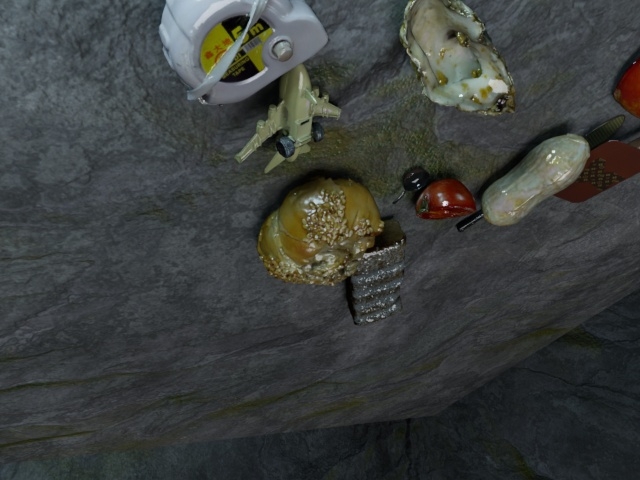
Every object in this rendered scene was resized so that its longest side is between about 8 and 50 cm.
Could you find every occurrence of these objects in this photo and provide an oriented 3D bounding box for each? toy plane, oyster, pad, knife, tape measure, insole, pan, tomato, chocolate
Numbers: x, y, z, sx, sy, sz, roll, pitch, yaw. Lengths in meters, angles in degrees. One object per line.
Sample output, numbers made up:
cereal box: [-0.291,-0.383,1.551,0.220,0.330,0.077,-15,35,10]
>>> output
toy plane: [-0.046,-0.213,0.933,0.229,0.092,0.244,-30,163,-23]
oyster: [0.247,-0.328,0.944,0.341,0.110,0.166,11,129,-37]
pad: [0.733,-0.178,1.424,0.181,0.004,0.267,16,152,-19]
knife: [0.503,-0.089,1.517,0.245,0.019,0.072,-33,147,13]
tape measure: [-0.124,-0.297,0.757,0.236,0.120,0.197,-32,152,7]
insole: [0.692,-0.245,1.412,0.253,0.005,0.086,-37,144,22]
pan: [0.210,-0.133,1.276,0.068,0.023,0.115,16,129,-45]
tomato: [0.804,-0.346,1.208,0.233,0.140,0.200,-1,148,-30]
chocolate: [0.539,-0.148,1.349,0.134,0.134,0.309,15,133,-43]
tomato: [0.308,-0.105,1.318,0.138,0.091,0.159,2,168,-18]

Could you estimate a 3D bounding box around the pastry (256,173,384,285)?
pastry: [0.000,0.000,1.211,0.255,0.162,0.311,14,131,-30]

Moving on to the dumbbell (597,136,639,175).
dumbbell: [0.858,-0.260,1.416,0.230,0.082,0.092,-29,145,10]

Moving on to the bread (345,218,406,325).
bread: [0.152,0.103,1.506,0.165,0.113,0.417,-20,146,-7]
